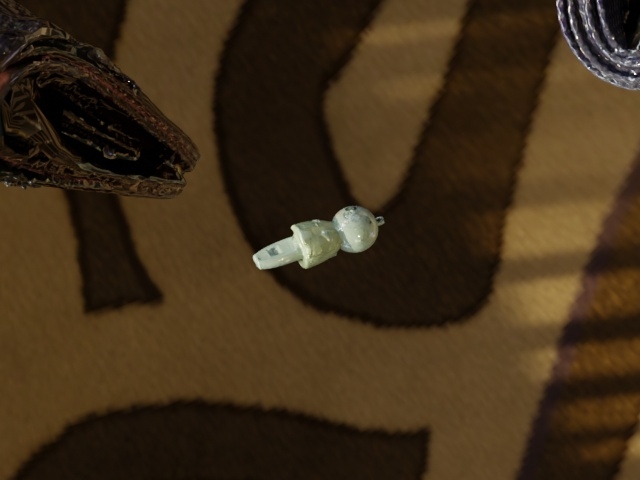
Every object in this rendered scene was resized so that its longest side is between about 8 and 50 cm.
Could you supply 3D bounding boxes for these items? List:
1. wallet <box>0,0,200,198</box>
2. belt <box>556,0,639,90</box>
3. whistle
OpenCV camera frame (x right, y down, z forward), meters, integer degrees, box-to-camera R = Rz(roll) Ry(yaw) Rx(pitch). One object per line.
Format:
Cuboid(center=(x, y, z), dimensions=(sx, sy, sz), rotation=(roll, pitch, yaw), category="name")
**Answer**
Cuboid(center=(-0.182, -0.101, 0.866), dimensions=(0.221, 0.262, 0.071), rotation=(33, 93, 15), category="wallet")
Cuboid(center=(0.256, -0.226, 1.342), dimensions=(0.140, 0.126, 0.230), rotation=(21, 117, 20), category="belt")
Cuboid(center=(0.000, 0.000, 1.358), dimensions=(0.100, 0.035, 0.035), rotation=(-19, 114, -14), category="whistle")
